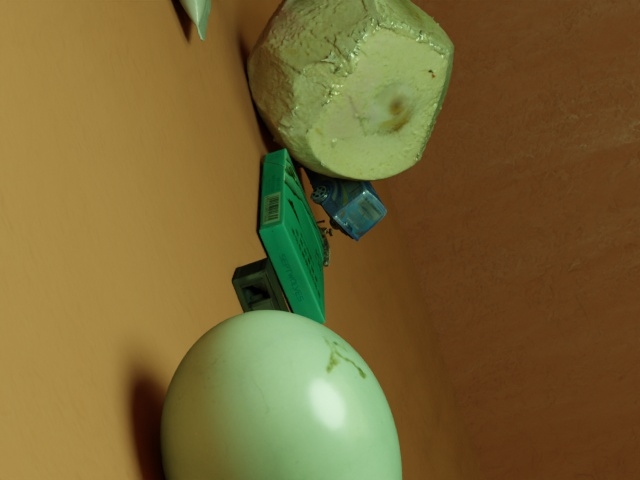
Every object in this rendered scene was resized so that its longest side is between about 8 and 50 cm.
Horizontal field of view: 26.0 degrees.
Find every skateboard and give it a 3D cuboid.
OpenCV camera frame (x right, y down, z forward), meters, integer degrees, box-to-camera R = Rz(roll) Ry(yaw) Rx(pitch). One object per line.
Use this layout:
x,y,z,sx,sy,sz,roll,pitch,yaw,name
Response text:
0.000,0.000,2.155,0.083,0.032,0.064,58,27,-69,skateboard

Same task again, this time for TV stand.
-0.035,0.146,1.574,0.049,0.040,0.256,-85,155,-72,TV stand

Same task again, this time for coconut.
0.040,-0.245,2.045,0.254,0.297,0.297,54,-8,47,coconut

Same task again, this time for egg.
-0.026,0.181,1.079,0.183,0.183,0.264,-81,157,-72,egg

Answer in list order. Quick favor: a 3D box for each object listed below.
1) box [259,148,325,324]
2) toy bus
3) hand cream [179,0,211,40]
-0.037,-0.006,1.870,0.226,0.042,0.161,-90,162,-62,box
0.026,-0.096,2.166,0.079,0.094,0.236,53,7,-39,toy bus
-0.176,-0.406,1.671,0.139,0.089,0.314,-88,163,-63,hand cream
